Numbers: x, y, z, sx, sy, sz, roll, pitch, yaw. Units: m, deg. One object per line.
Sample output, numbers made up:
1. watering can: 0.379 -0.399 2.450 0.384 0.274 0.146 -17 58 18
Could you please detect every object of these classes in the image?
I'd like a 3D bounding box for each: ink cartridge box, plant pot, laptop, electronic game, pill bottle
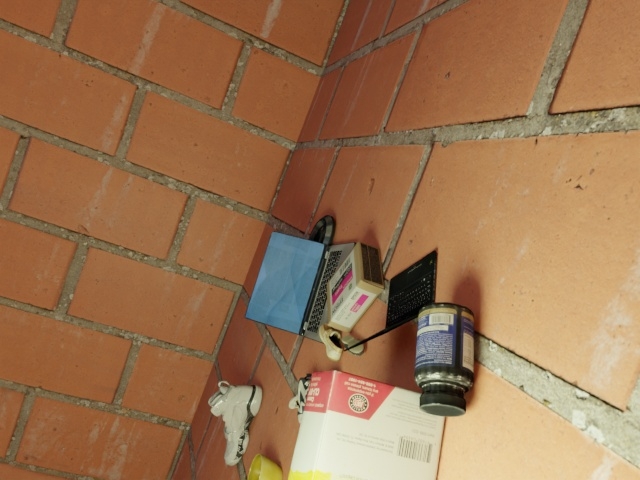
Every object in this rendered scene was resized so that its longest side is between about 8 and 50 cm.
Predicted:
1. ink cartridge box: 0.108 0.151 1.816 0.235 0.088 0.193 -57 20 35
2. ink cartridge box: 0.085 0.499 1.176 0.160 0.279 0.385 147 140 -64
3. plant pot: -0.188 0.828 1.950 0.134 0.095 0.134 -161 90 -73
4. laptop: -0.086 0.164 2.142 0.408 0.236 0.382 170 118 -70
5. laptop: 0.186 0.164 1.485 0.234 0.136 0.265 -43 32 55
6. electronic game: 0.000 0.000 2.374 0.229 0.048 0.229 -53 26 39
7. pill bottle: 0.263 0.252 1.178 0.123 0.122 0.219 -44 31 55

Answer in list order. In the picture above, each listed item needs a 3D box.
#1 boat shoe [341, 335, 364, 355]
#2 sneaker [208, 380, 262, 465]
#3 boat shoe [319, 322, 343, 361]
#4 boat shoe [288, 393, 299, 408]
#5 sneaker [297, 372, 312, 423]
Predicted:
1. boat shoe: 0.104 0.331 1.709 0.043 0.049 0.137 69 164 -12
2. sneaker: -0.407 0.797 2.453 0.366 0.210 0.137 -71 17 -2
3. boat shoe: 0.042 0.331 1.871 0.059 0.063 0.170 -60 29 22
4. boat shoe: -0.085 0.588 2.011 0.100 0.035 0.035 -51 22 32
5. sneaker: -0.018 0.476 1.822 0.153 0.094 0.235 -106 29 -49
